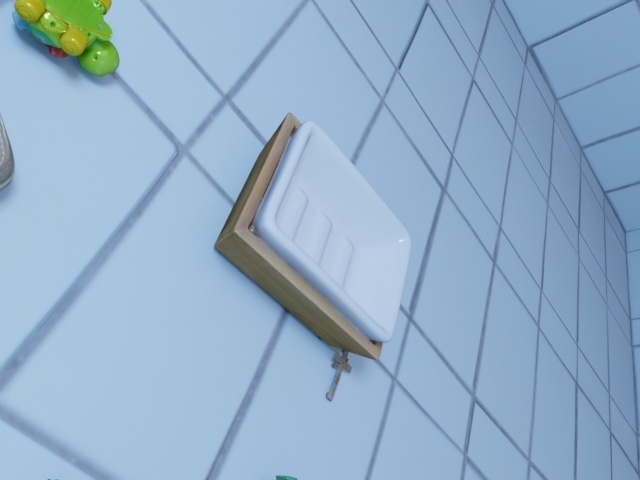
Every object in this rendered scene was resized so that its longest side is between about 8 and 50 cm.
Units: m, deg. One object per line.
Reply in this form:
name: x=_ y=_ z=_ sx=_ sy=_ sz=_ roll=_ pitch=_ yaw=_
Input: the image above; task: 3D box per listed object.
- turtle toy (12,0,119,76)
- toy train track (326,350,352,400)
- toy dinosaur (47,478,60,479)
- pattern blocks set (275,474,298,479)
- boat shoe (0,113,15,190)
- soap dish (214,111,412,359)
turtle toy: x=-0.270 y=-0.232 z=0.620 sx=0.130 sy=0.066 sz=0.095 roll=40 pitch=47 yaw=-35
toy train track: x=0.023 y=0.194 z=0.843 sx=0.048 sy=0.014 sz=0.083 roll=50 pitch=48 yaw=-35
toy dinosaur: x=-0.206 y=0.281 z=0.495 sx=0.268 sy=0.064 sz=0.118 roll=44 pitch=48 yaw=-37
pattern blocks set: x=-0.059 y=0.424 z=0.603 sx=0.285 sy=0.026 sz=0.325 roll=54 pitch=41 yaw=-34
boat shoe: x=-0.348 y=-0.178 z=0.476 sx=0.109 sy=0.098 sz=0.302 roll=-37 pitch=104 yaw=-51
soap dish: x=0.000 y=0.000 z=0.810 sx=0.291 sy=0.118 sz=0.229 roll=45 pitch=45 yaw=-29
